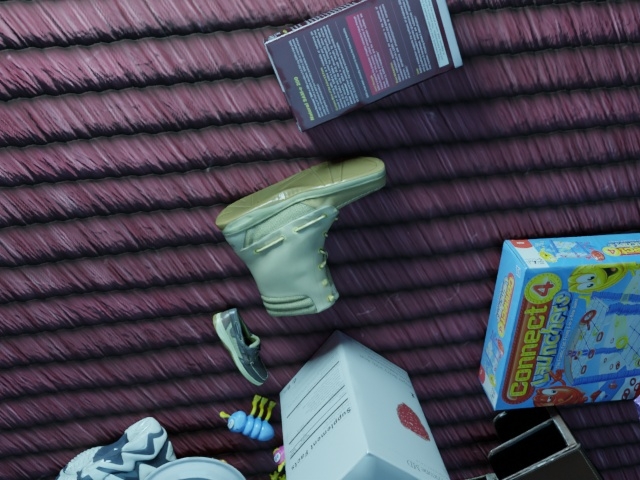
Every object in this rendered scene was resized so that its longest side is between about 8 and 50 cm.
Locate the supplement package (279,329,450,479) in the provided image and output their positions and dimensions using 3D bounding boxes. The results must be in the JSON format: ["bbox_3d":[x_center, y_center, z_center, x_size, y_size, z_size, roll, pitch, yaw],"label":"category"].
[{"bbox_3d":[0.060,0.320,0.946,0.178,0.293,0.175,34,106,-21],"label":"supplement package"}]

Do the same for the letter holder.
[{"bbox_3d":[0.432,0.480,1.147,0.214,0.152,0.301,-33,114,11],"label":"letter holder"}]

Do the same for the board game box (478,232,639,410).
[{"bbox_3d":[0.449,0.142,1.011,0.302,0.086,0.308,-4,121,-6],"label":"board game box"}]

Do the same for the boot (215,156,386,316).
[{"bbox_3d":[0.000,0.000,0.901,0.262,0.095,0.203,-22,115,5],"label":"boot"}]

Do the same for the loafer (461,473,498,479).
[{"bbox_3d":[0.333,0.498,1.201,0.125,0.045,0.039,-17,109,4],"label":"loafer"}]

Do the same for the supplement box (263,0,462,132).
[{"bbox_3d":[0.056,-0.256,0.803,0.240,0.073,0.130,-22,114,2],"label":"supplement box"}]

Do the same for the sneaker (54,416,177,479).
[{"bbox_3d":[-0.353,0.435,1.056,0.235,0.094,0.153,-33,106,-3],"label":"sneaker"}]

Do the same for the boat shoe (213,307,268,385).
[{"bbox_3d":[-0.124,0.180,0.990,0.049,0.056,0.152,-26,115,11],"label":"boat shoe"}]

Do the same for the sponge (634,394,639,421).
[{"bbox_3d":[0.659,0.259,1.061,0.210,0.031,0.117,-38,128,-2],"label":"sponge"}]

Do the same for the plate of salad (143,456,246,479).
[{"bbox_3d":[-0.222,0.452,1.033,0.200,0.048,0.199,-4,113,-9],"label":"plate of salad"}]

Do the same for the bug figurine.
[{"bbox_3d":[-0.124,0.428,1.095,0.216,0.072,0.279,22,109,-16],"label":"bug figurine"}]
